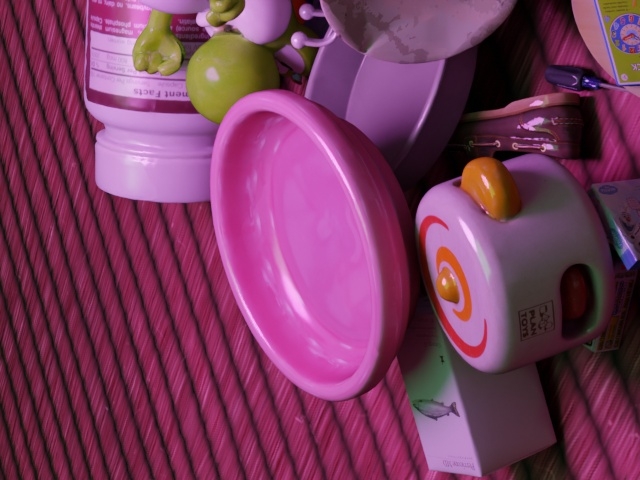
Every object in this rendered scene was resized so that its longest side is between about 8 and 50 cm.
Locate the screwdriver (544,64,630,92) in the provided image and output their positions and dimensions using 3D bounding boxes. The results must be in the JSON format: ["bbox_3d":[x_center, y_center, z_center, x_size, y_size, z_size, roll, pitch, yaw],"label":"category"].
[{"bbox_3d":[0.285,-0.148,1.799,0.170,0.024,0.025,24,144,45],"label":"screwdriver"}]

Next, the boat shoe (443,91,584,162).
[{"bbox_3d":[0.189,-0.103,1.894,0.207,0.073,0.073,-7,87,56],"label":"boat shoe"}]

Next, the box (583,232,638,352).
[{"bbox_3d":[0.237,0.018,1.876,0.207,0.036,0.114,36,123,48],"label":"box"}]

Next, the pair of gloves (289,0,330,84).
[{"bbox_3d":[0.019,-0.210,2.171,0.198,0.023,0.159,57,136,27],"label":"pair of gloves"}]

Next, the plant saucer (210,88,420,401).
[{"bbox_3d":[0.000,0.000,1.916,0.332,0.084,0.332,35,134,48],"label":"plant saucer"}]

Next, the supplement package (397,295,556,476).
[{"bbox_3d":[0.157,0.144,1.920,0.105,0.105,0.179,-5,103,60],"label":"supplement package"}]

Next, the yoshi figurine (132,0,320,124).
[{"bbox_3d":[-0.151,-0.255,2.071,0.203,0.362,0.203,-45,33,17],"label":"yoshi figurine"}]

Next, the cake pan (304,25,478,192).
[{"bbox_3d":[0.075,-0.171,1.982,0.293,0.054,0.293,-39,42,46],"label":"cake pan"}]

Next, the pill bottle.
[{"bbox_3d":[-0.179,-0.256,2.279,0.224,0.224,0.392,24,115,52],"label":"pill bottle"}]

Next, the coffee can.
[{"bbox_3d":[0.079,-0.337,1.830,0.275,0.201,0.201,-101,28,-46],"label":"coffee can"}]

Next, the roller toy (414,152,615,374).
[{"bbox_3d":[0.179,0.024,1.753,0.209,0.146,0.191,129,121,-71],"label":"roller toy"}]

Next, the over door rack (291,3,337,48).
[{"bbox_3d":[-0.073,-0.379,1.989,0.324,0.108,0.239,62,-166,-20],"label":"over door rack"}]

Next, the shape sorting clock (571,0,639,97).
[{"bbox_3d":[0.320,-0.206,1.646,0.206,0.040,0.206,21,131,27],"label":"shape sorting clock"}]

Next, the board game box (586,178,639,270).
[{"bbox_3d":[0.304,-0.017,1.722,0.020,0.090,0.090,-56,51,45],"label":"board game box"}]
